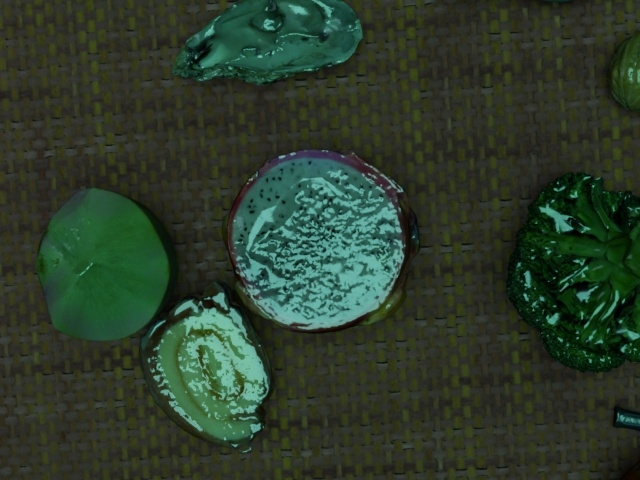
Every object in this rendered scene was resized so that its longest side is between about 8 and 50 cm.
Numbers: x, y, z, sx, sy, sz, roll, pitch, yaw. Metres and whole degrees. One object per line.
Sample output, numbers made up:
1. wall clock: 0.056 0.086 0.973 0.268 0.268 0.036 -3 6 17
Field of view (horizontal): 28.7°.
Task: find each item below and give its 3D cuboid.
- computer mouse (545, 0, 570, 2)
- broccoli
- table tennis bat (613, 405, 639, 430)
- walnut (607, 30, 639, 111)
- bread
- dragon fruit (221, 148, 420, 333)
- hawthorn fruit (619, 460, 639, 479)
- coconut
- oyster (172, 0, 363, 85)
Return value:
1. computer mouse: 0.301 -0.427 1.834 0.379 0.090 0.167 10 93 -4
2. broccoli: 0.413 0.031 1.760 0.297 0.297 0.298 10 66 -23
3. table tennis bat: 0.556 0.290 1.887 0.236 0.027 0.150 12 93 -1
4. walnut: 0.473 -0.249 1.830 0.105 0.105 0.125 21 82 1
5. bread: -0.161 0.199 1.860 0.190 0.123 0.244 -28 91 5
6. dragon fruit: 0.000 0.000 1.823 0.290 0.189 0.291 0 84 0
7. hawthorn fruit: 0.538 0.434 1.785 0.284 0.284 0.284 0 93 2
8. coconut: -0.309 0.039 1.803 0.204 0.236 0.236 32 93 4
9. oyster: -0.074 -0.286 1.852 0.199 0.087 0.252 44 86 9
